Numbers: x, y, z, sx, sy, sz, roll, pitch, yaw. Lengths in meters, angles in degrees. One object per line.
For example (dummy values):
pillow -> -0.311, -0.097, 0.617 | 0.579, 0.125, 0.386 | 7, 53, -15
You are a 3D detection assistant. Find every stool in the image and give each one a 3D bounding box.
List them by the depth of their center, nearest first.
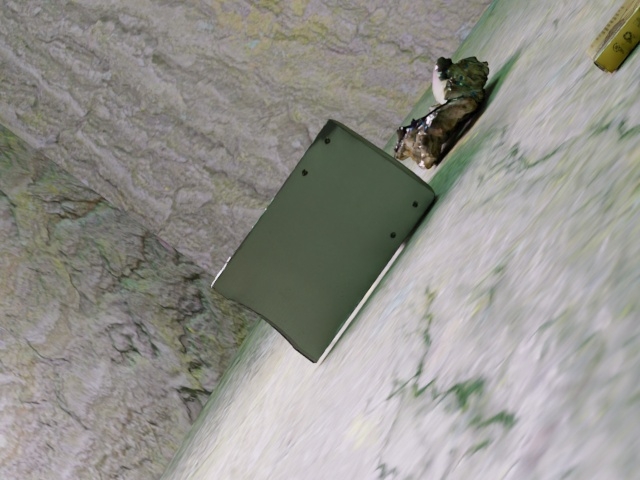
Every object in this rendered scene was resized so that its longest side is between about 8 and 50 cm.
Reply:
stool -> 0.000, 0.000, 1.339 | 0.270, 0.170, 0.243 | -54, 1, -3

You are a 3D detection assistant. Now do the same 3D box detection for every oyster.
oyster -> 0.189, -0.200, 1.519 | 0.198, 0.092, 0.259 | -54, -6, -6

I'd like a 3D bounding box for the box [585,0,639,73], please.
box -> 0.264, -0.198, 0.779 | 0.149, 0.020, 0.073 | -53, 2, 18
